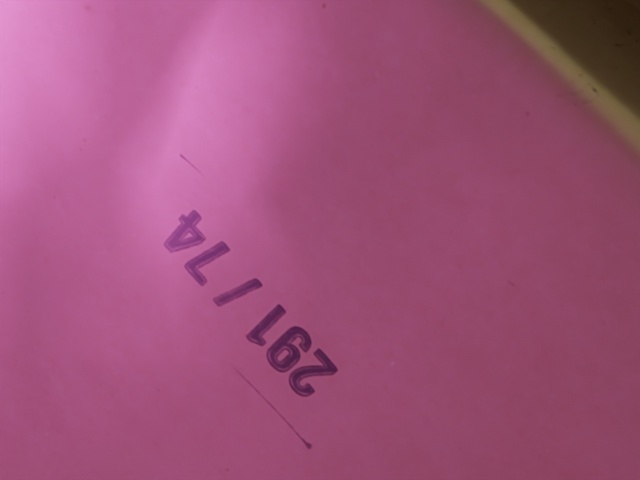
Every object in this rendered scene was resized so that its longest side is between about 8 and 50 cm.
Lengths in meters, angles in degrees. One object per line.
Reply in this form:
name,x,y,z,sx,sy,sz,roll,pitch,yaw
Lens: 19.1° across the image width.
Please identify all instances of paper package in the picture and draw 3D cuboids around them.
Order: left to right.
paper package,0.000,0.000,0.592,0.325,0.309,0.168,43,36,5
